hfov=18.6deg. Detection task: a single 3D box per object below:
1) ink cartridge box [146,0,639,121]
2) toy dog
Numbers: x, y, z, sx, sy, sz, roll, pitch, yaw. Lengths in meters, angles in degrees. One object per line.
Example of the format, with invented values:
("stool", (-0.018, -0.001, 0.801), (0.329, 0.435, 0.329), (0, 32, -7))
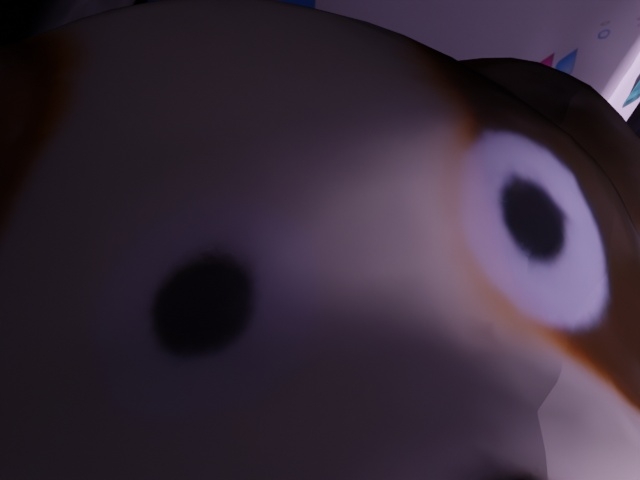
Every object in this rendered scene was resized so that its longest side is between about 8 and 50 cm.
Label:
("ink cartridge box", (0.063, -0.117, 0.578), (0.231, 0.134, 0.078), (-57, 169, 11))
("toy dog", (-0.028, 0.138, 0.507), (0.395, 0.285, 0.408), (-111, -149, -55))
